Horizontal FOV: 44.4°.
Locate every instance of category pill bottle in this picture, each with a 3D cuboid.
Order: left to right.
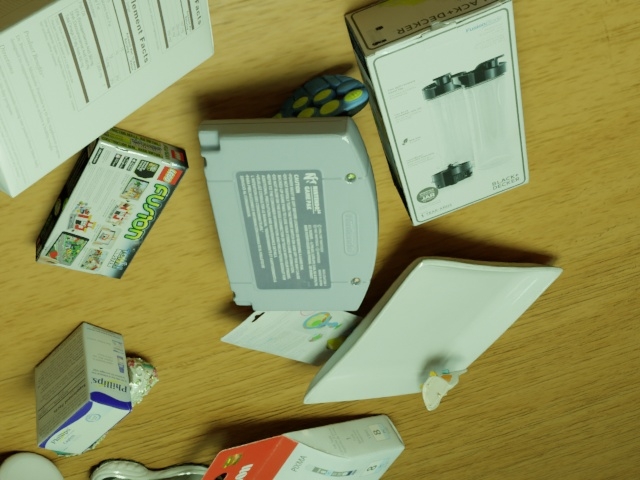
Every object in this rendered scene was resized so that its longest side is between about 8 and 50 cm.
[{"bbox_3d":[-0.552,0.476,1.335,0.130,0.130,0.245,27,121,-39],"label":"pill bottle"}]

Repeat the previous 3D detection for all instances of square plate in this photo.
[{"bbox_3d":[0.177,0.141,1.273,0.344,0.049,0.347,3,135,-40],"label":"square plate"}]

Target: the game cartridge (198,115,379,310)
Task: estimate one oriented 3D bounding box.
[{"bbox_3d":[-0.027,-0.024,0.951,0.196,0.060,0.294,3,135,7],"label":"game cartridge"}]

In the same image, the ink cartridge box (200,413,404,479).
[{"bbox_3d":[-0.064,0.478,1.489,0.384,0.091,0.308,-2,136,-39],"label":"ink cartridge box"}]

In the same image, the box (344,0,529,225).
[{"bbox_3d":[0.150,-0.164,0.943,0.169,0.087,0.290,-22,139,3],"label":"box"}]

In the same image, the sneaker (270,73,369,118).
[{"bbox_3d":[-0.015,-0.129,0.939,0.188,0.067,0.078,-36,138,28],"label":"sneaker"}]

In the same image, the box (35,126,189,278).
[{"bbox_3d":[-0.258,-0.041,0.959,0.114,0.036,0.207,16,128,-33],"label":"box"}]

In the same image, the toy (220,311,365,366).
[{"bbox_3d":[-0.032,0.124,1.207,0.137,0.056,0.237,-38,141,22],"label":"toy"}]

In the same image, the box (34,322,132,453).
[{"bbox_3d":[-0.342,0.213,1.123,0.126,0.137,0.072,-40,135,22],"label":"box"}]

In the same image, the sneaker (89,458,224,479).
[{"bbox_3d":[-0.294,0.479,1.453,0.271,0.108,0.100,13,128,-33],"label":"sneaker"}]

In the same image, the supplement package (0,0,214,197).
[{"bbox_3d":[-0.224,-0.177,0.661,0.244,0.139,0.134,-45,151,-33],"label":"supplement package"}]

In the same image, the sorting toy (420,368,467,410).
[{"bbox_3d":[0.222,0.250,1.376,0.075,0.045,0.083,-14,147,-36],"label":"sorting toy"}]

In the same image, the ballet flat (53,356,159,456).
[{"bbox_3d":[-0.336,0.266,1.231,0.241,0.091,0.077,-40,157,27],"label":"ballet flat"}]
